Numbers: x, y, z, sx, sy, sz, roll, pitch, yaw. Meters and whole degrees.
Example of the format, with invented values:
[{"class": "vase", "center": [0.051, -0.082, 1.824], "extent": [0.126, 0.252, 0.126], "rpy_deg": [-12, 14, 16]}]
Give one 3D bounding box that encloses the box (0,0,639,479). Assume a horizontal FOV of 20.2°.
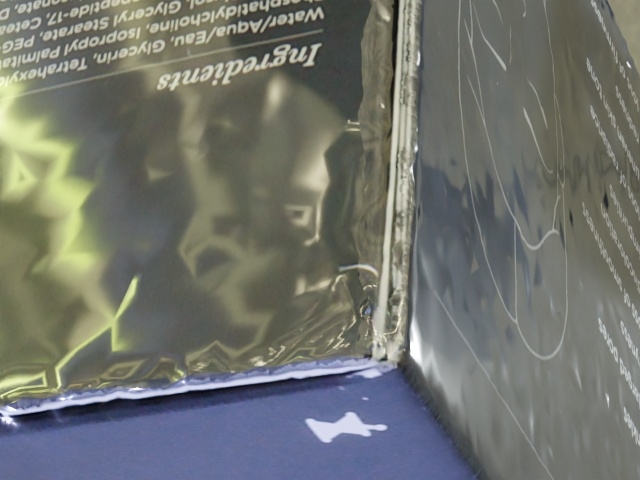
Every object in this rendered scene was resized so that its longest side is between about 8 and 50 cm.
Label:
[{"class": "box", "center": [0.000, 0.000, 0.984], "extent": [0.297, 0.480, 0.472], "rpy_deg": [-11, 53, 19]}]
